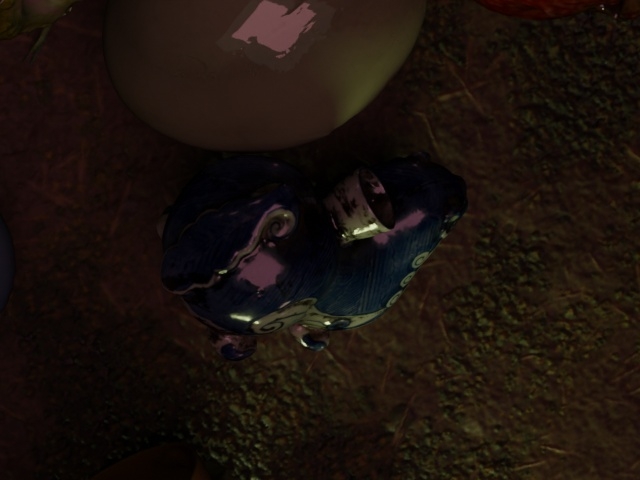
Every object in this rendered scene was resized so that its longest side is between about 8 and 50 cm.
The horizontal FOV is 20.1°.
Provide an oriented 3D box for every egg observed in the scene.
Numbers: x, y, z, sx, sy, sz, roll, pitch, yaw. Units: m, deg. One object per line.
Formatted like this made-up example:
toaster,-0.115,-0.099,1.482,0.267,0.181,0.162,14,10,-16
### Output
egg,-0.041,-0.181,1.413,0.269,0.219,0.219,-38,111,4

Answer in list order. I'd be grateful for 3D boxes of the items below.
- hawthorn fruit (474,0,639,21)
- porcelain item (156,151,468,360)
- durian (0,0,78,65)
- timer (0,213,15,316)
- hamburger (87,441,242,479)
hawthorn fruit,0.208,-0.348,1.393,0.284,0.285,0.369,-13,101,-7
porcelain item,0.000,0.000,1.461,0.186,0.288,0.138,-33,70,24
durian,-0.152,-0.290,1.392,0.355,0.157,0.169,-46,127,5
timer,-0.337,0.054,1.484,0.175,0.175,0.255,8,134,-14
hamburger,-0.140,0.323,1.533,0.274,0.274,0.212,-35,105,1
